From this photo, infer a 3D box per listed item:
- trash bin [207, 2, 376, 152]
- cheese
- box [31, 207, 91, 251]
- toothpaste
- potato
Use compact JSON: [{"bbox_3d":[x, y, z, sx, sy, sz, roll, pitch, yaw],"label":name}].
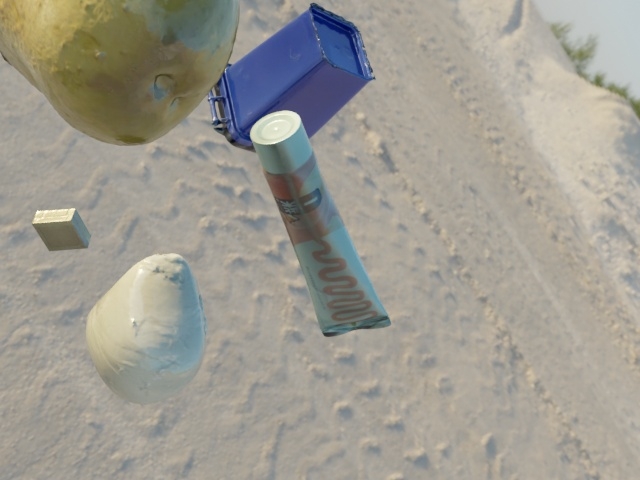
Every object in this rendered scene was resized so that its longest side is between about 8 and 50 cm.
[{"bbox_3d":[-0.051,-0.250,1.279,0.184,0.234,0.162,12,55,-45],"label":"trash bin"},{"bbox_3d":[-0.245,0.132,1.138,0.154,0.198,0.189,-10,70,-41],"label":"cheese"},{"bbox_3d":[-0.474,-0.018,1.488,0.083,0.079,0.035,76,13,-48],"label":"box"},{"bbox_3d":[0.000,0.000,0.570,0.036,0.056,0.205,-87,162,-45],"label":"toothpaste"},{"bbox_3d":[-0.179,-0.205,0.751,0.242,0.285,0.242,35,24,-18],"label":"potato"}]
